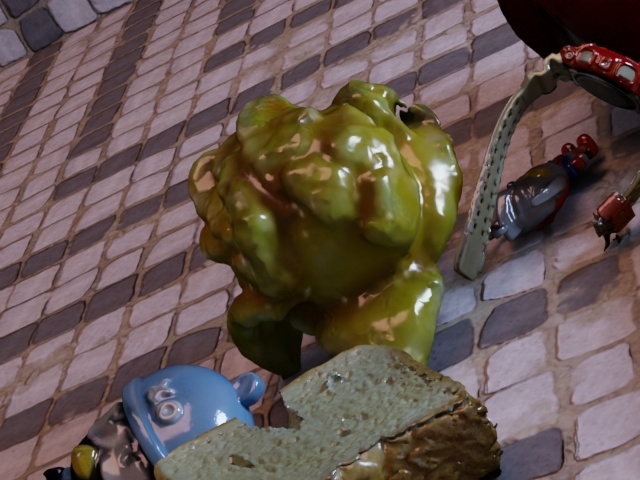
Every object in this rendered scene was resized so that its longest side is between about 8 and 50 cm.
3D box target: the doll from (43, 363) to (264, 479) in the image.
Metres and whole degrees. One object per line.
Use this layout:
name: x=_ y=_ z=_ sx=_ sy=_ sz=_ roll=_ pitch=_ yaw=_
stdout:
doll: x=-0.184 y=0.232 z=1.843 sx=0.314 sy=0.141 sz=0.177 roll=-36 pitch=42 yaw=5

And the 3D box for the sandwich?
sandwich: x=0.001 y=0.207 z=1.674 sx=0.273 sy=0.095 sz=0.249 roll=-30 pitch=22 yaw=-15

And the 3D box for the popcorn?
popcorn: x=-0.005 y=0.004 z=1.915 sx=0.326 sy=0.290 sz=0.321 roll=-52 pitch=14 yaw=33

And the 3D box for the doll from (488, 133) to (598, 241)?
doll: x=0.240 y=-0.054 z=1.990 sx=0.104 sy=0.062 sz=0.194 roll=-7 pitch=27 yaw=44

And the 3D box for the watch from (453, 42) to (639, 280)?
watch: x=0.252 y=-0.070 z=1.876 sx=0.164 sy=0.102 sz=0.268 roll=16 pitch=79 yaw=20

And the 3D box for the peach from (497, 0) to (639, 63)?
peach: x=0.359 y=-0.311 z=2.005 sx=0.310 sy=0.335 sz=0.406 roll=-43 pitch=33 yaw=-20
